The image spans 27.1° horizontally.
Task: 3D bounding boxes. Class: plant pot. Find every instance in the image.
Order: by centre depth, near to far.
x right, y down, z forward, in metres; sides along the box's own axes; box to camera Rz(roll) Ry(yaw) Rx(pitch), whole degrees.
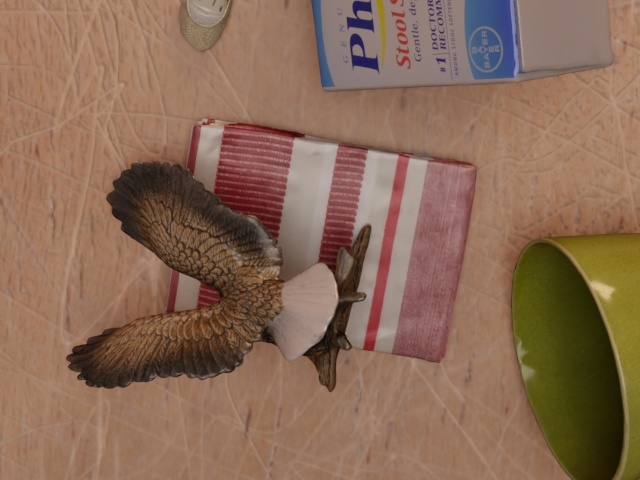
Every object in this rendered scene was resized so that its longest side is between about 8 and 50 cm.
[{"bbox_3d":[0.396,0.105,1.428,0.294,0.275,0.274,-11,100,-13],"label":"plant pot"}]

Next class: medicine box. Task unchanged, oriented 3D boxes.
[{"bbox_3d":[0.128,-0.290,1.326,0.149,0.289,0.263,-15,102,-39],"label":"medicine box"}]

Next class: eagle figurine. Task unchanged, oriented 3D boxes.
[{"bbox_3d":[-0.112,0.063,1.426,0.298,0.226,0.225,15,123,-5],"label":"eagle figurine"}]

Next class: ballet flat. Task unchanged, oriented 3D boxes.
[{"bbox_3d":[-0.117,-0.290,1.456,0.057,0.052,0.168,19,100,-2],"label":"ballet flat"}]

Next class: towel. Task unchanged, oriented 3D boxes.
[{"bbox_3d":[0.000,0.000,1.515,0.329,0.037,0.237,10,102,1],"label":"towel"}]
